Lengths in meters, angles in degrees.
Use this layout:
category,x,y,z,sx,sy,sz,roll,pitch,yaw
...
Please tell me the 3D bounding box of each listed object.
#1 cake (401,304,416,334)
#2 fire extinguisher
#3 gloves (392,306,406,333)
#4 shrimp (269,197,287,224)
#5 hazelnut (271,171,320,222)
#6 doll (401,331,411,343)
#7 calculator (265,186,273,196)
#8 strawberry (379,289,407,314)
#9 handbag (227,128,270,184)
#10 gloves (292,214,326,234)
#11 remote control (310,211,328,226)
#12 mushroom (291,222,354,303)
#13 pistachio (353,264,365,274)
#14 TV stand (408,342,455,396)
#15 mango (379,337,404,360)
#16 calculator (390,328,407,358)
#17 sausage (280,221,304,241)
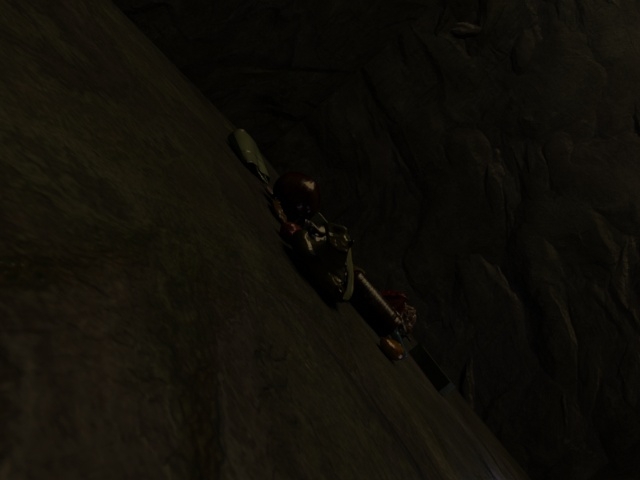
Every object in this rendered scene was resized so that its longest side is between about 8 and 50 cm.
category,x,y,z,sx,sy,sz,roll,pitch,yaw
cake,0.453,0.430,2.378,0.207,0.178,0.185,48,4,20
fire extinguisher,0.182,0.218,1.681,0.337,0.114,0.135,49,45,-3
gloves,0.315,0.353,1.951,0.212,0.111,0.127,27,-30,22
shrimp,-0.167,-0.117,1.642,0.091,0.043,0.184,56,5,-41
hazelnut,-0.102,-0.190,1.848,0.234,0.218,0.218,49,4,-19
doll,0.384,0.465,2.143,0.139,0.057,0.165,46,-4,-22
calculator,-0.210,-0.202,2.034,0.166,0.024,0.103,45,6,-41
strawberry,0.332,0.292,2.057,0.174,0.228,0.098,35,45,6
handbag,-0.348,-0.391,2.104,0.315,0.109,0.241,66,11,23
gloves,-0.002,-0.010,1.811,0.285,0.142,0.119,48,31,-26
remote control,0.033,-0.019,2.326,0.285,0.123,0.038,52,2,4
mushroom,0.012,0.076,1.261,0.292,0.212,0.217,114,-19,-82
pistachio,0.185,0.191,2.192,0.113,0.113,0.149,49,9,-16
TV stand,0.569,0.660,2.157,0.088,0.083,0.269,44,7,-41
mango,0.244,0.371,1.442,0.114,0.057,0.079,44,14,-30
calculator,0.328,0.427,1.777,0.210,0.039,0.121,14,53,-83
sausage,-0.090,-0.023,1.399,0.062,0.062,0.154,51,5,15
